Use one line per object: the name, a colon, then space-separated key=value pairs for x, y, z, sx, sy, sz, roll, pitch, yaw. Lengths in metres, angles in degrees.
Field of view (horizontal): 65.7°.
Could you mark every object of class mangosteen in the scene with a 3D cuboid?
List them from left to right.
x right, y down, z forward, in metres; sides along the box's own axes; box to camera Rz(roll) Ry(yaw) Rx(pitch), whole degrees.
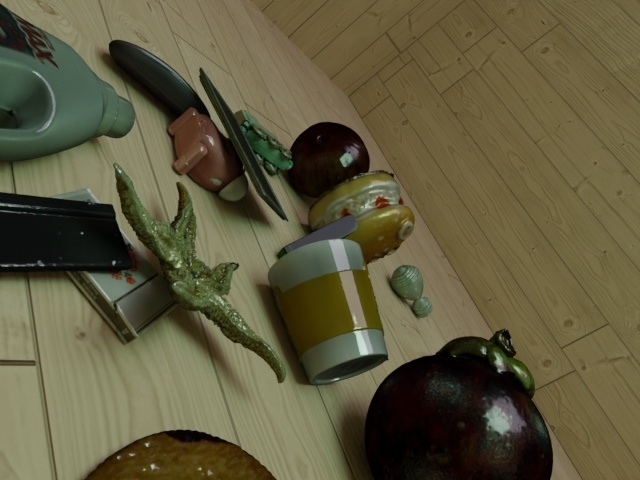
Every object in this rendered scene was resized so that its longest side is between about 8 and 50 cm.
mangosteen: x=0.232 y=0.310 z=0.852 sx=0.306 sy=0.306 sz=0.360 roll=41 pitch=49 yaw=-33

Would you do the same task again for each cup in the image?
cup: x=0.019 y=0.141 z=0.922 sx=0.241 sy=0.185 sz=0.226 roll=84 pitch=-12 yaw=-62

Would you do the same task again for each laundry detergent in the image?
laundry detergent: x=-0.383 y=-0.188 z=0.580 sx=0.264 sy=0.124 sz=0.397 roll=59 pitch=18 yaw=18

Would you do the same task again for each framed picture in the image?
framed picture: x=-0.158 y=-0.185 z=1.034 sx=0.296 sy=0.019 sz=0.232 roll=63 pitch=2 yaw=13

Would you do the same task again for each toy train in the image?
toy train: x=-0.151 y=-0.255 z=1.296 sx=0.194 sy=0.080 sz=0.125 roll=32 pitch=25 yaw=-45
toy train: x=0.000 y=0.000 z=1.108 sx=0.209 sy=0.042 sz=0.044 roll=-27 pitch=81 yaw=-35

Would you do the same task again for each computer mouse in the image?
computer mouse: x=-0.315 y=-0.318 z=0.995 sx=0.232 sy=0.057 sz=0.120 roll=40 pitch=-11 yaw=-34

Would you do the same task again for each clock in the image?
clock: x=-0.210 y=-0.170 z=0.994 sx=0.162 sy=0.092 sz=0.166 roll=36 pitch=25 yaw=-49

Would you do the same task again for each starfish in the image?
starfish: x=-0.177 y=0.026 z=0.668 sx=0.358 sy=0.078 sz=0.347 roll=57 pitch=3 yaw=-40

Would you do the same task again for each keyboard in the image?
keyboard: x=-0.333 y=-0.013 z=0.490 sx=0.309 sy=0.018 sz=0.101 roll=4 pitch=56 yaw=-57

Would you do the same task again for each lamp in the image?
lamp: x=0.302 y=0.164 z=1.628 sx=0.193 sy=0.106 sz=0.106 roll=57 pitch=17 yaw=-23

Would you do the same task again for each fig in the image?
fig: x=0.023 y=-0.222 z=1.410 sx=0.214 sy=0.235 sz=0.235 roll=37 pitch=26 yaw=-41

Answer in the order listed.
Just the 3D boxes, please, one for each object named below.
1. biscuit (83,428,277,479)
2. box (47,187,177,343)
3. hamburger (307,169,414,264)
biscuit: x=-0.107 y=0.319 z=0.452 sx=0.305 sy=0.038 sz=0.305 roll=39 pitch=22 yaw=-19
box: x=-0.268 y=0.025 z=0.620 sx=0.198 sy=0.029 sz=0.109 roll=52 pitch=19 yaw=-5
hamburger: x=0.115 y=-0.033 z=1.305 sx=0.303 sy=0.260 sz=0.186 roll=81 pitch=-17 yaw=-75
